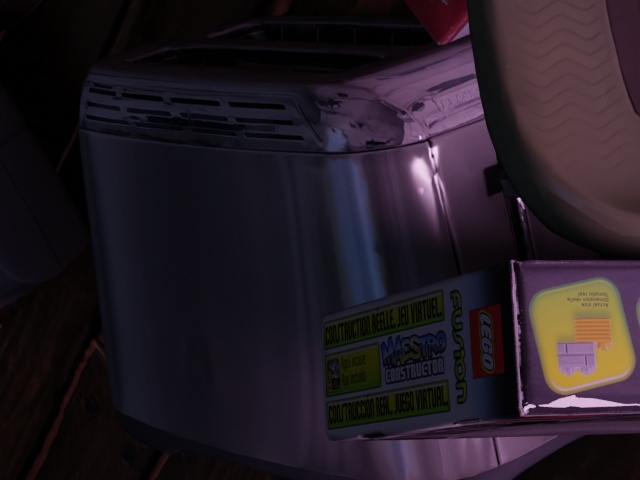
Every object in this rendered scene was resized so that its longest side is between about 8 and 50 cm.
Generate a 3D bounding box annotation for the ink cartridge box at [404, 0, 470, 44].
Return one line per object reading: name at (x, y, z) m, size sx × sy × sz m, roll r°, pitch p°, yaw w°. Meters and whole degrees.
ink cartridge box at (0.038, -0.171, 0.610) m, size 0.175 × 0.072 × 0.127 m, roll 54°, pitch 139°, yaw 11°

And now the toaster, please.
toaster at (0.000, 0.000, 0.702) m, size 0.227 × 0.129 × 0.146 m, roll 9°, pitch 112°, yaw 46°

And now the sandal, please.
sandal at (0.072, -0.146, 0.483) m, size 0.120 × 0.086 × 0.303 m, roll -14°, pitch 78°, yaw 10°

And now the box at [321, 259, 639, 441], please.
box at (0.117, 0.031, 0.516) m, size 0.114 × 0.207 × 0.036 m, roll 159°, pitch 110°, yaw -66°

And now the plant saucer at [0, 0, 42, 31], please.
plant saucer at (-0.216, -0.234, 0.867) m, size 0.310 × 0.050 × 0.310 m, roll 23°, pitch 125°, yaw 38°

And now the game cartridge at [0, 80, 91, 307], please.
game cartridge at (-0.232, -0.088, 0.894) m, size 0.294 × 0.060 × 0.196 m, roll 53°, pitch 147°, yaw -7°
